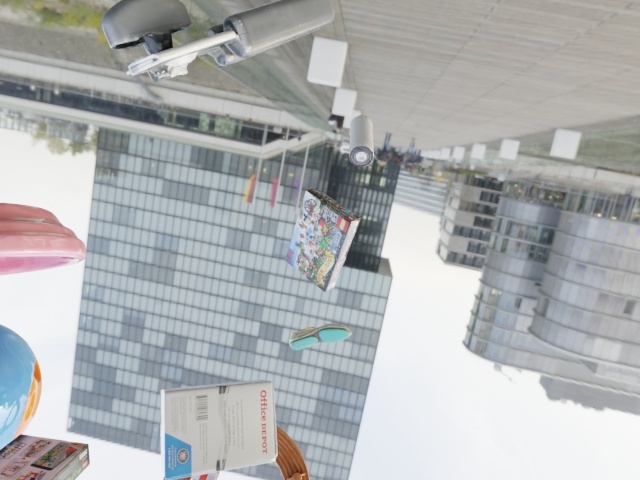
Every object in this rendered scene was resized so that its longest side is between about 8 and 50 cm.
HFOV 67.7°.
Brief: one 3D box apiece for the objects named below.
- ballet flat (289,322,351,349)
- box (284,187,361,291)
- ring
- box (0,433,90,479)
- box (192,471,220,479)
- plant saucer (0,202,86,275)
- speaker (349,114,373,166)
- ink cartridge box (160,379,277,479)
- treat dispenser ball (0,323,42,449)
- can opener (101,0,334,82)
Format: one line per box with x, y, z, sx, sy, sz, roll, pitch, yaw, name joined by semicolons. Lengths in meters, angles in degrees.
-0.003;0.239;1.238;0.168;0.057;0.052;-14;-146;10;ballet flat
0.000;0.000;1.270;0.159;0.233;0.044;36;-145;26;box
-0.184;0.567;1.054;0.336;0.337;0.032;9;161;-8;ring
-0.406;0.326;0.601;0.113;0.036;0.207;4;-168;9;box
-0.343;0.606;1.495;0.128;0.257;0.122;23;165;-10;box
-0.537;0.006;0.716;0.331;0.084;0.332;-7;175;-1;plant saucer
0.093;-0.228;1.080;0.055;0.055;0.136;10;-136;-5;speaker
-0.182;0.328;0.847;0.190;0.140;0.082;1;166;-24;ink cartridge box
-0.683;0.287;0.888;0.287;0.289;0.288;11;-170;-2;treat dispenser ball
-0.103;-0.254;0.543;0.075;0.095;0.283;3;-147;48;can opener
